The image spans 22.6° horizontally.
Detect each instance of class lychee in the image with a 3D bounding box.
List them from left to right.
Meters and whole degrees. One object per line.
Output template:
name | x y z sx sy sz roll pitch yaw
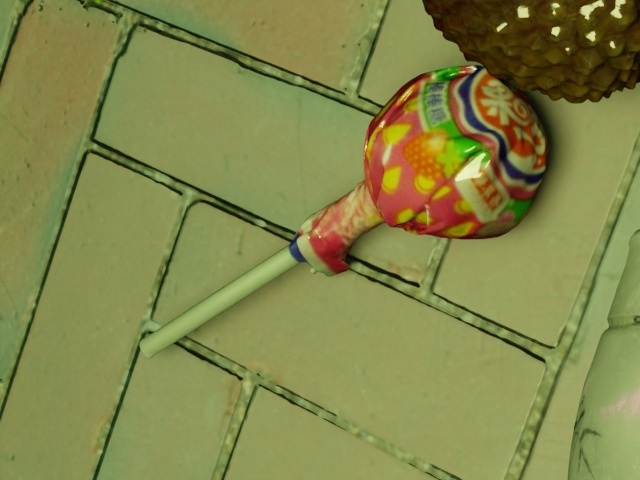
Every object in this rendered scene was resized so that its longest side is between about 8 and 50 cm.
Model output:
lychee | 0.142 -0.192 1.004 0.200 0.200 0.238 -56 39 17

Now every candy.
candy | 0.000 0.000 1.132 0.365 0.124 0.124 -33 72 29

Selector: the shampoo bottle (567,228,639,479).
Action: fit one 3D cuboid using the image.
shampoo bottle | 0.273 0.121 0.869 0.273 0.273 0.266 0 82 31
